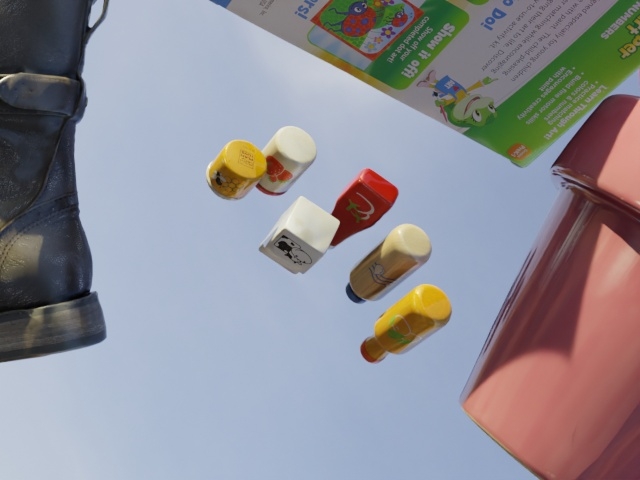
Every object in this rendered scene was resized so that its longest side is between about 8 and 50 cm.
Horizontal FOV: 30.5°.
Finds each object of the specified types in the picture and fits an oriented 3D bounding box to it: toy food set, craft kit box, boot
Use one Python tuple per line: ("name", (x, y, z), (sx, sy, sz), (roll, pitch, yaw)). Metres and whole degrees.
("toy food set", (0.000, 0.000, 0.998), (0.232, 0.111, 0.104), (34, -41, -11))
("craft kit box", (0.099, -0.177, 0.661), (0.250, 0.247, 0.061), (-44, -154, 41))
("boot", (-0.240, -0.042, 0.655), (0.091, 0.263, 0.229), (-175, -101, -73))

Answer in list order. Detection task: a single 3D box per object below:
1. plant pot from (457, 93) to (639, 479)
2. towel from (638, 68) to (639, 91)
("plant pot", (0.175, 0.053, 0.611), (0.180, 0.201, 0.201), (-53, -131, 3))
("towel", (0.295, -0.203, 0.946), (0.275, 0.031, 0.199), (79, 11, -72))
